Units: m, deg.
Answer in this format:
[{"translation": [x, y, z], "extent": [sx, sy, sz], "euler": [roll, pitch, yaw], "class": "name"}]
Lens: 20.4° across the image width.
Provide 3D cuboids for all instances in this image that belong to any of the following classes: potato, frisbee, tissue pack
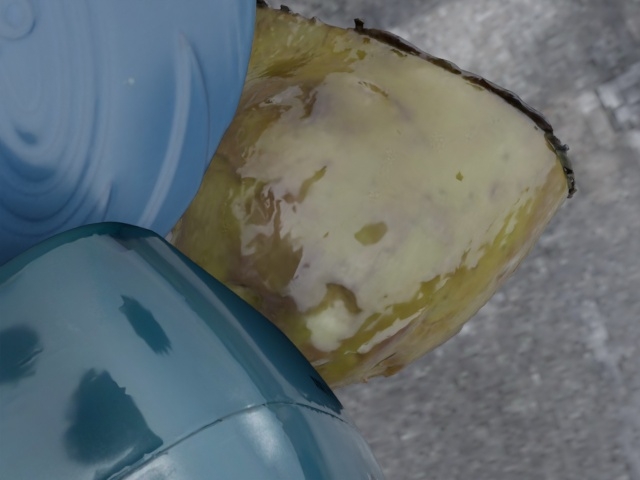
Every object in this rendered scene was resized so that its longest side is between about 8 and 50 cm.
[{"translation": [0.000, 0.000, 1.234], "extent": [0.237, 0.301, 0.289], "euler": [-60, 143, -13], "class": "potato"}, {"translation": [-0.137, -0.087, 0.695], "extent": [0.289, 0.049, 0.289], "euler": [-12, 111, -35], "class": "frisbee"}, {"translation": [-0.070, 0.132, 0.754], "extent": [0.198, 0.287, 0.206], "euler": [-32, 72, 1], "class": "tissue pack"}]
